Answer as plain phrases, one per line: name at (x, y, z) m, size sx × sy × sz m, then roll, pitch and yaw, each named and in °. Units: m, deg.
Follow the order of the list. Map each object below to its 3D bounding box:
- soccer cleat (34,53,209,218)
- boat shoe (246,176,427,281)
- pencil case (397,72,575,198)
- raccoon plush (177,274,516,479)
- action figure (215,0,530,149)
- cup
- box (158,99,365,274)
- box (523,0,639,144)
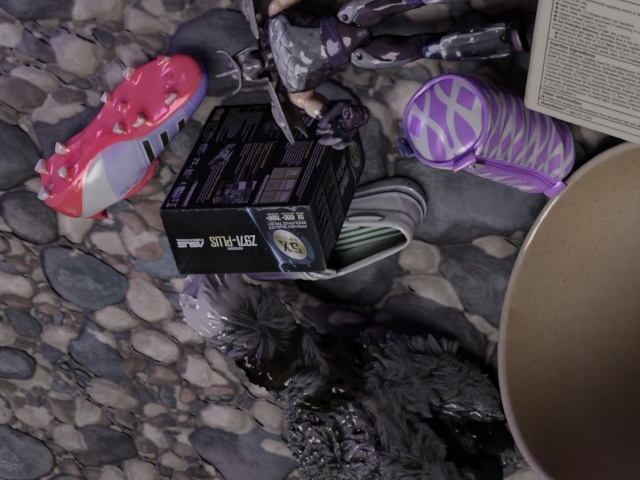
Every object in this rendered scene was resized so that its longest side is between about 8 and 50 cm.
soccer cleat at (-0.184, -0.101, 1.521) m, size 0.095 × 0.083 × 0.248 m, roll 21°, pitch 134°, yaw -42°
boat shoe at (0.000, 0.000, 1.538) m, size 0.226 × 0.076 × 0.083 m, roll -24°, pitch 118°, yaw 31°
pencil case at (0.153, -0.091, 1.342) m, size 0.086 × 0.206 × 0.088 m, roll -42°, pitch 67°, yaw 24°
raccoon plush at (0.003, 0.208, 1.663) m, size 0.446 × 0.216 × 0.299 m, roll 43°, pitch 137°, yaw -2°
action figure at (0.035, -0.184, 1.354) m, size 0.285 × 0.099 × 0.185 m, roll -13°, pitch 110°, yaw 17°
cup at (0.357, 0.092, 1.388) m, size 0.237 × 0.331 × 0.331 m, roll 14°, pitch 138°, yaw -33°
box at (-0.051, -0.052, 1.441) m, size 0.147 × 0.180 × 0.078 m, roll -2°, pitch 126°, yaw 17°
box at (0.263, -0.207, 1.226) m, size 0.148 × 0.127 × 0.232 m, roll 20°, pitch 138°, yaw 17°
